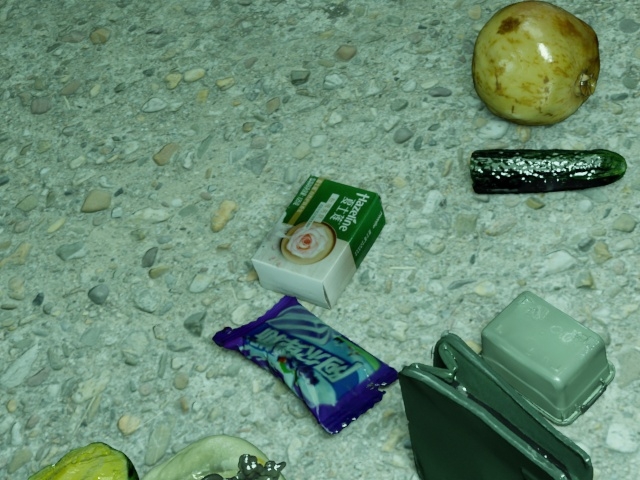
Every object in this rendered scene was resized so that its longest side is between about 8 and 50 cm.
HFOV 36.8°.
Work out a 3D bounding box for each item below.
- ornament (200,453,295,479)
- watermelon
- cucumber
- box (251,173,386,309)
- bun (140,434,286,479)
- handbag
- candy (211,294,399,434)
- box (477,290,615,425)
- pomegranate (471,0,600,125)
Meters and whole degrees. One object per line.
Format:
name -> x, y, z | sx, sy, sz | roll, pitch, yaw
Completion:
ornament -> -0.088, 0.395, 1.091 | 0.251, 0.260, 0.106 | -39, 22, -17
watermelon -> -0.327, 0.378, 1.257 | 0.204, 0.127, 0.232 | -10, 29, 30
cucumber -> 0.362, -0.110, 1.528 | 0.241, 0.074, 0.074 | 0, 50, 15
box -> 0.000, 0.000, 1.533 | 0.135, 0.081, 0.199 | 16, 58, 27
bun -> -0.136, 0.361, 1.217 | 0.229, 0.145, 0.229 | 1, 83, -11
handbag -> 0.211, 0.262, 1.128 | 0.079, 0.247, 0.260 | -35, 48, -22
candy -> -0.023, 0.170, 1.401 | 0.145, 0.070, 0.275 | -36, 47, -26
box -> 0.301, 0.151, 1.302 | 0.124, 0.093, 0.172 | -41, 51, -19
pomegranate -> 0.364, -0.296, 1.593 | 0.215, 0.215, 0.215 | -8, 48, 9
